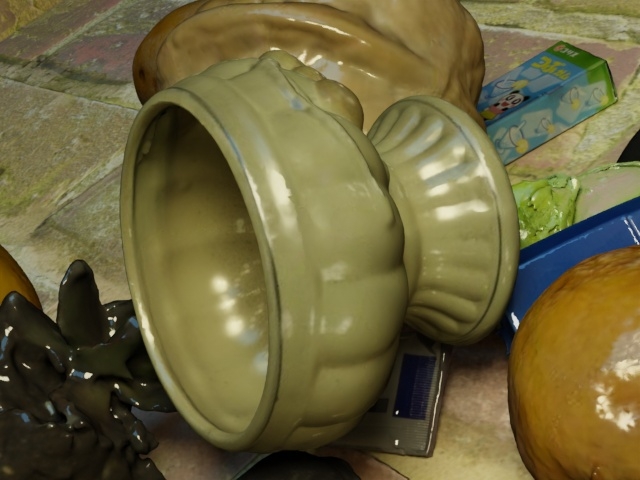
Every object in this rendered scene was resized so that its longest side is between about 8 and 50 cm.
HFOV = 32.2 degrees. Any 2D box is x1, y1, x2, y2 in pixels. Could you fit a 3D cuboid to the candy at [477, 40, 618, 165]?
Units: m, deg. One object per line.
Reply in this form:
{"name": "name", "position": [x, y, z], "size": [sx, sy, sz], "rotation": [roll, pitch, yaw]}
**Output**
{"name": "candy", "position": [0.235, -0.153, 1.289], "size": [0.194, 0.062, 0.097], "rotation": [-30, 29, -6]}

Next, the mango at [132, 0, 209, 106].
{"name": "mango", "position": [-0.105, -0.228, 1.506], "size": [0.384, 0.221, 0.199], "rotation": [7, 56, 49]}

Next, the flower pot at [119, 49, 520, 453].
{"name": "flower pot", "position": [0.000, 0.000, 0.880], "size": [0.244, 0.307, 0.307], "rotation": [-12, 21, -30]}

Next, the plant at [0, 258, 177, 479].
{"name": "plant", "position": [-0.227, 0.163, 0.995], "size": [0.276, 0.199, 0.188], "rotation": [-51, 46, -7]}

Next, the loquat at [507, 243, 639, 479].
{"name": "loquat", "position": [0.239, 0.097, 0.772], "size": [0.238, 0.193, 0.238], "rotation": [-14, 37, 11]}

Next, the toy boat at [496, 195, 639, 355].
{"name": "toy boat", "position": [0.285, 0.025, 0.942], "size": [0.295, 0.088, 0.129], "rotation": [-25, 71, -2]}

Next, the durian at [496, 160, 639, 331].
{"name": "durian", "position": [0.173, 0.013, 1.038], "size": [0.375, 0.132, 0.106], "rotation": [-21, 5, 9]}

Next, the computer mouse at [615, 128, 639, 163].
{"name": "computer mouse", "position": [0.408, -0.112, 1.077], "size": [0.264, 0.088, 0.147], "rotation": [-17, 34, 11]}

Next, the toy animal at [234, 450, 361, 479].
{"name": "toy animal", "position": [-0.112, 0.277, 0.853], "size": [0.343, 0.106, 0.168], "rotation": [-26, 31, 8]}

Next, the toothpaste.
{"name": "toothpaste", "position": [-0.013, 0.134, 1.031], "size": [0.282, 0.099, 0.068], "rotation": [-1, 4, 31]}

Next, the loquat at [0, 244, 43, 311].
{"name": "loquat", "position": [-0.448, 0.093, 1.220], "size": [0.276, 0.284, 0.276], "rotation": [-20, 25, 10]}

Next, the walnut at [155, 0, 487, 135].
{"name": "walnut", "position": [-0.005, -0.134, 1.182], "size": [0.381, 0.381, 0.381], "rotation": [-19, 31, 12]}
